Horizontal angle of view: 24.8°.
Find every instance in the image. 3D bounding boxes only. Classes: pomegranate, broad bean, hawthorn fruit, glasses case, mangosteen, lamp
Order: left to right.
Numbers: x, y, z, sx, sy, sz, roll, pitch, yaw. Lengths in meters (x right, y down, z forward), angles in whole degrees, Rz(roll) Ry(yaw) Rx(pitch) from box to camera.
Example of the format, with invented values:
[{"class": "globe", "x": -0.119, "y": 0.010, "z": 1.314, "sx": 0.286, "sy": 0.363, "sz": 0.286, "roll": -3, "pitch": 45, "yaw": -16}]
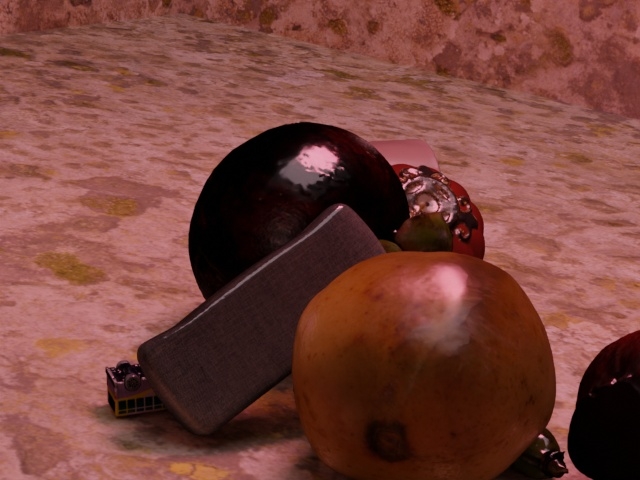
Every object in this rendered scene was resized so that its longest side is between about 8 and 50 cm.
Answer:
[{"class": "glasses case", "x": -0.057, "y": 0.091, "z": 1.697, "sx": 0.323, "sy": 0.131, "sz": 0.074, "roll": -37, "pitch": 6, "yaw": -23}, {"class": "mangosteen", "x": -0.011, "y": -0.004, "z": 1.920, "sx": 0.330, "sy": 0.330, "sz": 0.330, "roll": 6, "pitch": 18, "yaw": -2}, {"class": "lamp", "x": 0.131, "y": -0.002, "z": 2.144, "sx": 0.226, "sy": 0.227, "sz": 0.227, "roll": 6, "pitch": 18, "yaw": -2}, {"class": "pomegranate", "x": 0.111, "y": 0.147, "z": 1.573, "sx": 0.307, "sy": 0.307, "sz": 0.307, "roll": 6, "pitch": 18, "yaw": -2}, {"class": "broad bean", "x": 0.217, "y": 0.209, "z": 1.739, "sx": 0.077, "sy": 0.061, "sz": 0.339, "roll": 10, "pitch": 17, "yaw": -16}, {"class": "hawthorn fruit", "x": 0.406, "y": 0.201, "z": 1.614, "sx": 0.249, "sy": 0.215, "sz": 0.215, "roll": 26, "pitch": 7, "yaw": -31}]

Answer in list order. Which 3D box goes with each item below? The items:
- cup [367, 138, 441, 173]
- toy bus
[{"class": "cup", "x": 0.058, "y": -0.059, "z": 2.351, "sx": 0.200, "sy": 0.192, "sz": 0.253, "roll": -3, "pitch": -10, "yaw": -19}, {"class": "toy bus", "x": -0.197, "y": 0.171, "z": 1.704, "sx": 0.102, "sy": 0.058, "sz": 0.052, "roll": -6, "pitch": 22, "yaw": -21}]
